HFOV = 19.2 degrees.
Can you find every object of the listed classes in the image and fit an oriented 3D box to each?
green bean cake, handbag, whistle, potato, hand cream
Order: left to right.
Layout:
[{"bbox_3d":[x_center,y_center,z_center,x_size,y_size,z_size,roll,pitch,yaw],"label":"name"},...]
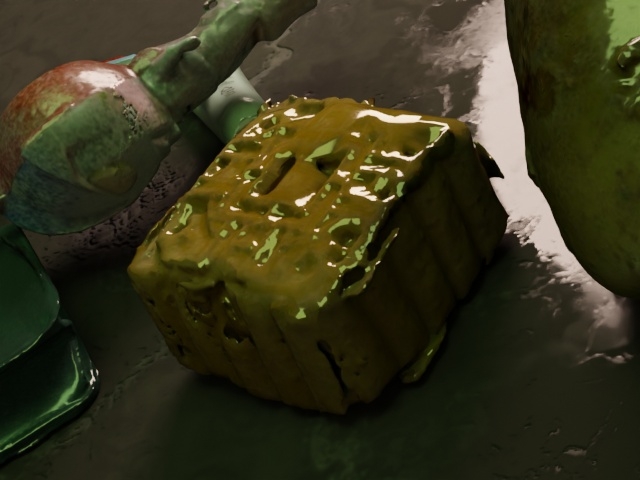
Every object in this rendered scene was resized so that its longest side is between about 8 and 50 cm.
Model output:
[{"bbox_3d":[-0.352,0.125,1.530,0.326,0.089,0.238,-33,33,-6],"label":"handbag"},{"bbox_3d":[-0.153,-0.121,1.600,0.346,0.142,0.134,-40,54,-9],"label":"whistle"},{"bbox_3d":[-0.087,-0.126,1.691,0.078,0.050,0.205,-29,31,-6],"label":"hand cream"},{"bbox_3d":[0.000,0.000,1.394,0.224,0.131,0.229,10,51,41],"label":"green bean cake"},{"bbox_3d":[0.238,-0.132,1.281,0.219,0.269,0.359,1,46,-1],"label":"potato"}]

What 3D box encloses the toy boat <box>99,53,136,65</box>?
[{"bbox_3d":[-0.230,-0.116,1.759,0.173,0.069,0.059,-24,26,-1],"label":"toy boat"}]
